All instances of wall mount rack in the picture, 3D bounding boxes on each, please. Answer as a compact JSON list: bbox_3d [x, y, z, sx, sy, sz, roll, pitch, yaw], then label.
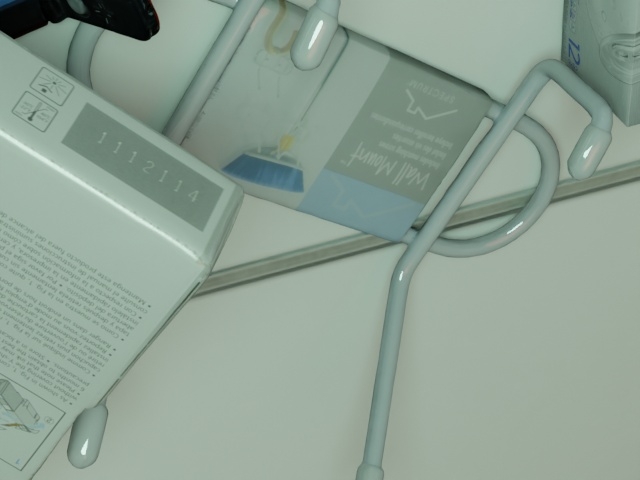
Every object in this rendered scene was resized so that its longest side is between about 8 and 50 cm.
[{"bbox_3d":[0.000,0.000,0.903,0.350,0.130,0.304,18,114,-32],"label":"wall mount rack"}]

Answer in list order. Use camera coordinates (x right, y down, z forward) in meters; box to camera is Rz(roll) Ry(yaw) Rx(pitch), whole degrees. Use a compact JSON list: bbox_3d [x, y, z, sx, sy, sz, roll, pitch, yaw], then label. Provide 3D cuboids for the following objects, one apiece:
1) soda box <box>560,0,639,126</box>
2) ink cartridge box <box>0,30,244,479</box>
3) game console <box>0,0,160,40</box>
[{"bbox_3d":[0.201,-0.213,0.864,0.098,0.091,0.286,-13,128,-14],"label":"soda box"},{"bbox_3d":[-0.227,-0.010,0.761,0.296,0.066,0.261,33,131,-10],"label":"ink cartridge box"},{"bbox_3d":[-0.166,-0.146,0.758,0.085,0.124,0.144,-45,135,-24],"label":"game console"}]
